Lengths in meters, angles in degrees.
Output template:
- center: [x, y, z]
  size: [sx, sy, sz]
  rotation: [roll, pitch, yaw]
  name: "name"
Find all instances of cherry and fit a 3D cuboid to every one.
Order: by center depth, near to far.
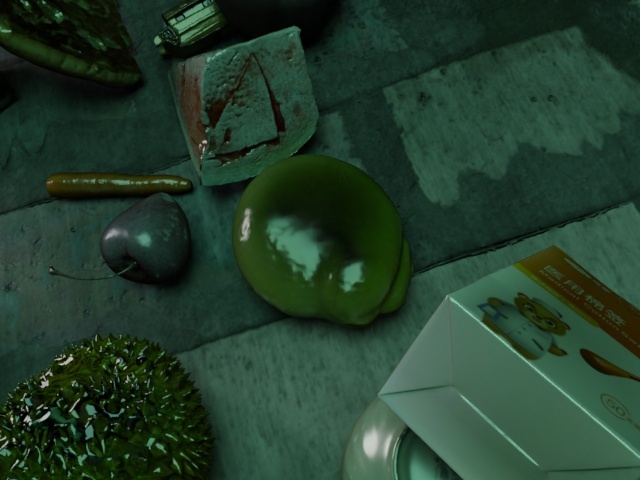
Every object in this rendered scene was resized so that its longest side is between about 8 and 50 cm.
- center: [-0.282, -0.006, 0.992]
  size: [0.188, 0.115, 0.148]
  rotation: [7, 84, 17]
  name: "cherry"

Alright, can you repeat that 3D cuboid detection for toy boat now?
- center: [-0.199, -0.403, 1.194]
  size: [0.226, 0.068, 0.088]
  rotation: [-33, 83, -6]
  name: "toy boat"

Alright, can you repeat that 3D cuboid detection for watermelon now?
- center: [-0.137, -0.247, 1.042]
  size: [0.212, 0.201, 0.262]
  rotation: [-21, 59, -13]
  name: "watermelon"

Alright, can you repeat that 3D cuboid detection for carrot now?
- center: [-0.326, -0.090, 1.080]
  size: [0.247, 0.043, 0.043]
  rotation: [0, 64, 6]
  name: "carrot"

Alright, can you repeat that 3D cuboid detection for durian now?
- center: [-0.266, 0.245, 0.800]
  size: [0.291, 0.225, 0.291]
  rotation: [-6, 59, 10]
  name: "durian"

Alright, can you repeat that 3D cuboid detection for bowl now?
- center: [0.152, 0.273, 0.777]
  size: [0.276, 0.145, 0.277]
  rotation: [-3, 61, 5]
  name: "bowl"

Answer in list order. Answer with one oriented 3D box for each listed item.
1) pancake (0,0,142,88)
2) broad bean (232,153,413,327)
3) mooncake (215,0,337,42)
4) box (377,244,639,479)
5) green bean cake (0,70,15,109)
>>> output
- center: [-0.505, -0.412, 1.126]
  size: [0.067, 0.426, 0.305]
  rotation: [-45, 39, 31]
  name: "pancake"
- center: [0.000, 0.000, 0.944]
  size: [0.238, 0.119, 0.291]
  rotation: [-33, 63, -8]
  name: "broad bean"
- center: [-0.074, -0.459, 1.133]
  size: [0.244, 0.133, 0.245]
  rotation: [3, 77, -13]
  name: "mooncake"
- center: [0.254, 0.143, 0.722]
  size: [0.225, 0.341, 0.143]
  rotation: [42, 118, 24]
  name: "box"
- center: [-0.680, -0.275, 1.107]
  size: [0.255, 0.241, 0.132]
  rotation: [-35, 72, -6]
  name: "green bean cake"
